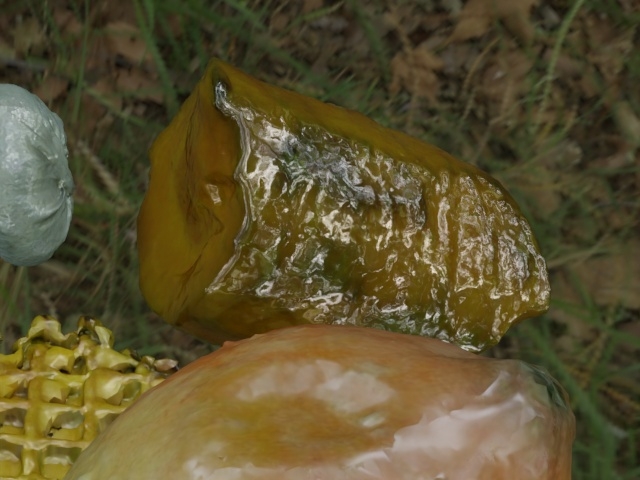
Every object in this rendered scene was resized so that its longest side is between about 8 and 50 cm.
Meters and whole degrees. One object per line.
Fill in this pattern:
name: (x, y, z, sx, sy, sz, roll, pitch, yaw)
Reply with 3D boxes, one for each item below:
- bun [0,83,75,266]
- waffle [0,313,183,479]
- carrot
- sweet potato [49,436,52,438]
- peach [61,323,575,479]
bun: (-0.133, -0.030, 0.691, 0.045, 0.083, 0.083, -13, 84, -6)
waffle: (-0.152, 0.131, 0.901, 0.231, 0.051, 0.228, 33, 43, 23)
carrot: (0.000, 0.000, 1.356, 0.341, 0.241, 0.241, 23, 76, -27)
sweet potato: (-0.234, 0.165, 1.193, 0.218, 0.065, 0.051, -4, 62, -41)
peach: (0.006, 0.130, 0.560, 0.232, 0.232, 0.232, 2, 81, -13)
